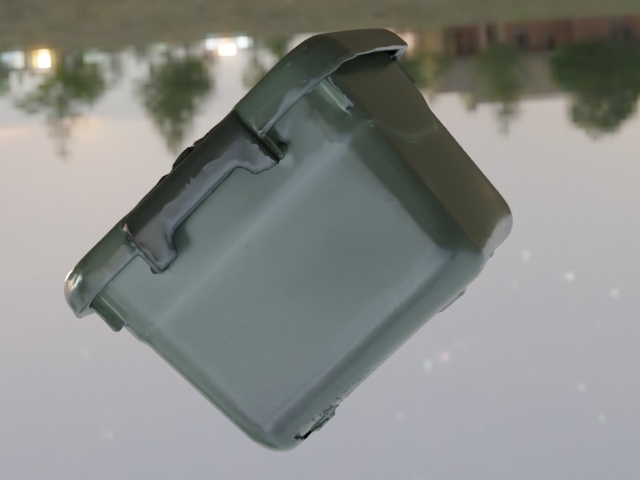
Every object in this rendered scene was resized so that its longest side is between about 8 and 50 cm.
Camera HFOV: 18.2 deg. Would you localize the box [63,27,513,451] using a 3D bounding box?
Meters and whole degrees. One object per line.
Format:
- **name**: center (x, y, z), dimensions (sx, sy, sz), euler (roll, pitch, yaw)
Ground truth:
- **box**: center (0.000, 0.000, 0.680), dimensions (0.124, 0.093, 0.172), euler (-44, 178, 13)
